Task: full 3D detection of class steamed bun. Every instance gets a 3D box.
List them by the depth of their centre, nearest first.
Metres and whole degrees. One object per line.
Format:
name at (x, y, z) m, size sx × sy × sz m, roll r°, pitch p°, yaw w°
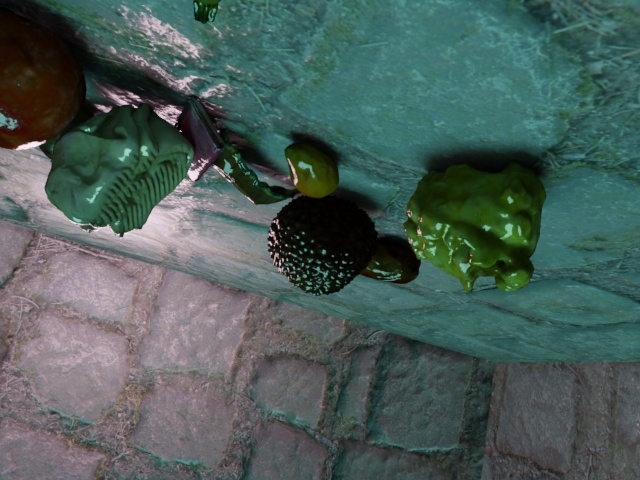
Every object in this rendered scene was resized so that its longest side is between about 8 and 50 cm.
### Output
steamed bun at (-0.419, -0.162, 1.018) m, size 0.207 × 0.280 × 0.268 m, roll 41°, pitch -168°, yaw 7°

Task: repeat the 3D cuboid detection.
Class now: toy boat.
toy boat at (-0.153, -0.144, 1.191) m, size 0.108 × 0.099 × 0.293 m, roll 34°, pitch 180°, yaw 42°

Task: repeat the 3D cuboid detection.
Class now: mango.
mango at (-0.015, -0.151, 1.085) m, size 0.115 × 0.089 × 0.165 m, roll 20°, pitch 161°, yaw 11°

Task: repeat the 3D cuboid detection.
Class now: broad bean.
broad bean at (0.187, 0.057, 1.523) m, size 0.228 × 0.122 × 0.156 m, roll 17°, pitch -171°, yaw 9°

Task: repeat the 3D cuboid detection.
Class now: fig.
fig at (-0.497, -0.236, 1.127) m, size 0.245 × 0.149 × 0.149 m, roll -1°, pitch 160°, yaw 9°

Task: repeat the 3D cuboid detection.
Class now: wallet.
wallet at (-0.271, -0.208, 1.089) m, size 0.119 × 0.025 × 0.232 m, roll 58°, pitch 152°, yaw -6°

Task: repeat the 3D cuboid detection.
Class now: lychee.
lychee at (0.000, 0.000, 1.285) m, size 0.267 × 0.268 × 0.267 m, roll 12°, pitch 163°, yaw 4°

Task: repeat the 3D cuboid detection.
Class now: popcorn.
popcorn at (0.293, -0.029, 0.985) m, size 0.250 × 0.242 × 0.235 m, roll 10°, pitch 165°, yaw 22°

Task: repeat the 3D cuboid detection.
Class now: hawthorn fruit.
hawthorn fruit at (-0.546, -0.247, 0.868) m, size 0.241 × 0.272 × 0.242 m, roll 15°, pitch 158°, yaw 6°

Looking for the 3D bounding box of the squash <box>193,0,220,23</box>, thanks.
squash at (-0.127, -0.350, 0.576) m, size 0.066 × 0.066 × 0.252 m, roll 15°, pitch 163°, yaw -6°
